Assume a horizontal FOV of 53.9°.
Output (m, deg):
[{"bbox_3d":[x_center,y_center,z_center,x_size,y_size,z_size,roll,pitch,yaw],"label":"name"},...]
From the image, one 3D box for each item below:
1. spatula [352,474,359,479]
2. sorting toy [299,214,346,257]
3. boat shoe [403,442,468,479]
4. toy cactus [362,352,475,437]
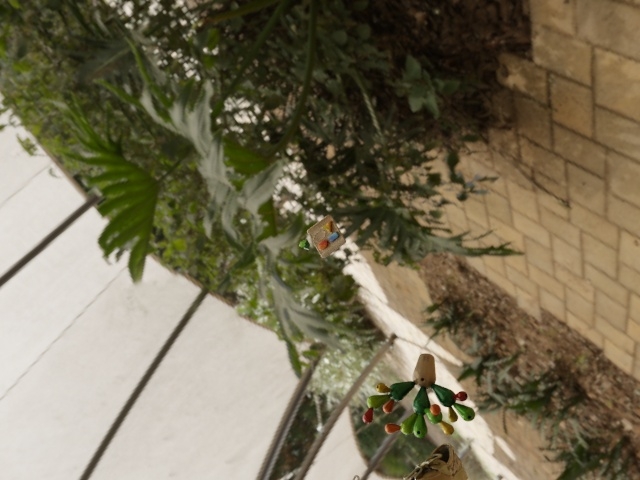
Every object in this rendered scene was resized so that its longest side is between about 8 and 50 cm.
[{"bbox_3d":[0.087,0.688,1.468,0.168,0.242,0.019,12,151,37],"label":"spatula"},{"bbox_3d":[0.000,0.000,1.152,0.062,0.083,0.012,59,-159,14],"label":"sorting toy"},{"bbox_3d":[0.242,0.503,1.362,0.285,0.104,0.089,25,-134,-65],"label":"boat shoe"},{"bbox_3d":[0.202,0.310,1.284,0.219,0.180,0.112,-6,135,24],"label":"toy cactus"}]
